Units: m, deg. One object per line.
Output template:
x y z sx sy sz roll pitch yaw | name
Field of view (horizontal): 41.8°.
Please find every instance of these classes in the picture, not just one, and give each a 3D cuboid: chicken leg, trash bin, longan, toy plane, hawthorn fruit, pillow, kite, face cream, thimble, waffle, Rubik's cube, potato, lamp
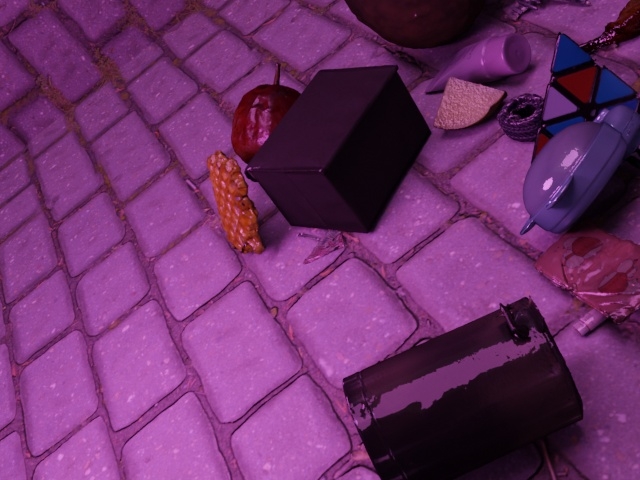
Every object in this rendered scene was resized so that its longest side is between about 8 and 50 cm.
0.644 -0.465 1.801 0.253 0.051 0.106 -37 29 2 | chicken leg
0.210 0.234 1.239 0.301 0.252 0.203 -26 40 4 | trash bin
0.243 -0.672 2.093 0.391 0.391 0.391 -24 37 20 | longan
0.540 -0.611 2.025 0.262 0.088 0.192 40 107 52 | toy plane
-0.116 -0.315 2.141 0.230 0.210 0.266 10 92 63 | hawthorn fruit
0.461 0.049 1.368 0.135 0.049 0.248 -39 26 -3 | pillow
0.000 0.000 1.878 0.157 0.011 0.139 16 59 49 | kite
0.454 0.112 1.340 0.115 0.020 0.038 -38 34 -1 | face cream
0.368 -0.418 1.971 0.154 0.096 0.274 -56 25 -19 | face cream
0.428 -0.254 1.740 0.104 0.066 0.095 8 57 42 | thimble
-0.201 -0.087 1.953 0.052 0.254 0.245 -19 23 -19 | waffle
0.548 -0.222 1.593 0.234 0.284 0.250 26 93 30 | Rubik's cube
0.340 -0.287 1.871 0.149 0.081 0.120 23 96 34 | potato
0.459 -0.129 1.468 0.284 0.147 0.209 -32 -10 -17 | lamp

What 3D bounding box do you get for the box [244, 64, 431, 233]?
0.046 -0.205 1.890 0.251 0.204 0.345 5 52 44 | box
